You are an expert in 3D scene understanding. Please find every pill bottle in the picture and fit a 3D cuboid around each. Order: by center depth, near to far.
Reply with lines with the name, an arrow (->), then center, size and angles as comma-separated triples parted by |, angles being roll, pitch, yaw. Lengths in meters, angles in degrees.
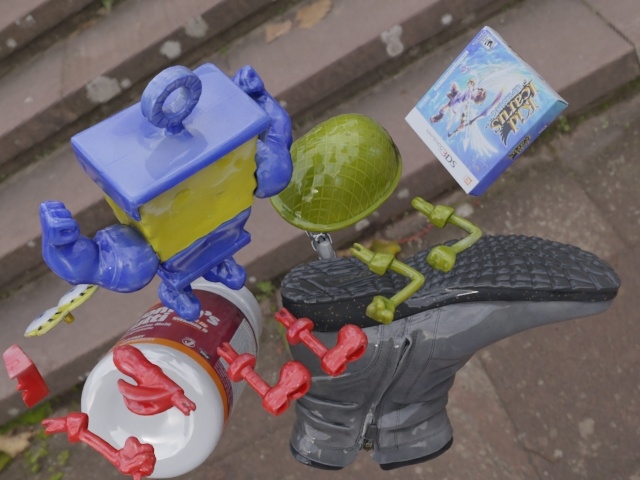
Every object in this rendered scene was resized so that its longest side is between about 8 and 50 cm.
pill bottle -> -0.125, 0.114, 0.746 | 0.121, 0.121, 0.221 | -25, 12, 14

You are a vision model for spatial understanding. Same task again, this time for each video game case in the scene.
video game case -> 0.343, -0.273, 1.695 | 0.269, 0.061, 0.244 | -49, 60, 26

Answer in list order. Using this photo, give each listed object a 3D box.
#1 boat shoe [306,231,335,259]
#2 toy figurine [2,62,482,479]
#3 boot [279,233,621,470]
boat shoe -> 0.000, 0.000, 1.696 | 0.046, 0.125, 0.038 | -20, 19, -6
toy figurine -> -0.049, -0.028, 0.525 | 0.362, 0.217, 0.191 | -34, 57, -23
boot -> 0.128, 0.121, 0.823 | 0.338, 0.222, 0.118 | -4, 24, 4
